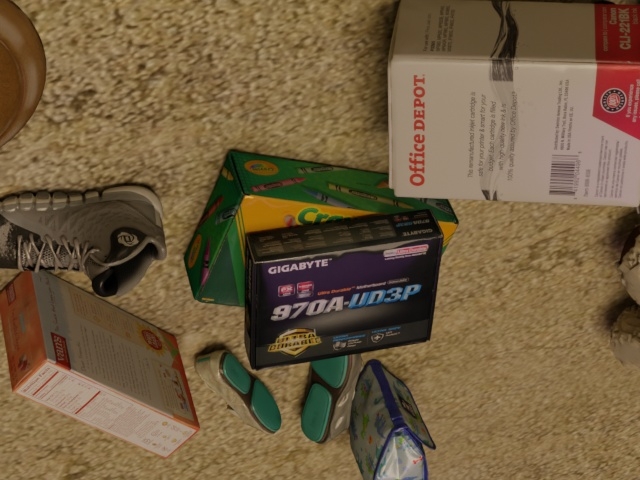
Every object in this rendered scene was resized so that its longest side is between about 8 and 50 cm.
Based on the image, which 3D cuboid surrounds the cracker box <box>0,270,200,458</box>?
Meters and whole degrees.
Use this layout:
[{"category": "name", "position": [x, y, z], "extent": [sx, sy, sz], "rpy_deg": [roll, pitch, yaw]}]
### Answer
[{"category": "cracker box", "position": [-0.256, 0.141, 1.765], "extent": [0.067, 0.155, 0.232], "rpy_deg": [-41, 131, 19]}]

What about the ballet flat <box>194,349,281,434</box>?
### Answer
[{"category": "ballet flat", "position": [-0.106, 0.192, 1.951], "extent": [0.052, 0.057, 0.168], "rpy_deg": [-8, 137, 27]}]

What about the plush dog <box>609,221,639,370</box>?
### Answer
[{"category": "plush dog", "position": [0.518, 0.071, 1.987], "extent": [0.225, 0.210, 0.262], "rpy_deg": [-36, 142, -24]}]

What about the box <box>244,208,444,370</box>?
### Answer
[{"category": "box", "position": [0.023, 0.057, 1.746], "extent": [0.220, 0.051, 0.175], "rpy_deg": [-8, 133, -13]}]

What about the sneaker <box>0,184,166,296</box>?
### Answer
[{"category": "sneaker", "position": [-0.274, 0.012, 1.654], "extent": [0.229, 0.132, 0.086], "rpy_deg": [-13, 134, -9]}]

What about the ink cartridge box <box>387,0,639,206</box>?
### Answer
[{"category": "ink cartridge box", "position": [0.212, -0.147, 1.640], "extent": [0.273, 0.114, 0.197], "rpy_deg": [2, 134, 6]}]

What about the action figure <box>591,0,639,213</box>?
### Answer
[{"category": "action figure", "position": [0.355, -0.142, 1.761], "extent": [0.185, 0.099, 0.285], "rpy_deg": [-7, 128, 7]}]

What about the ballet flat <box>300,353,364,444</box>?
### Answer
[{"category": "ballet flat", "position": [0.021, 0.174, 1.974], "extent": [0.068, 0.072, 0.213], "rpy_deg": [-25, 143, -37]}]

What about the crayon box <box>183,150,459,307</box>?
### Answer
[{"category": "crayon box", "position": [0.000, 0.000, 1.780], "extent": [0.278, 0.081, 0.165], "rpy_deg": [7, 129, -26]}]

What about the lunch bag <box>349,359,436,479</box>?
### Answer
[{"category": "lunch bag", "position": [0.090, 0.250, 2.012], "extent": [0.096, 0.129, 0.151], "rpy_deg": [-15, 133, -9]}]

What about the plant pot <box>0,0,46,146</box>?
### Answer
[{"category": "plant pot", "position": [-0.390, -0.157, 1.526], "extent": [0.236, 0.032, 0.236], "rpy_deg": [-10, 133, -11]}]
